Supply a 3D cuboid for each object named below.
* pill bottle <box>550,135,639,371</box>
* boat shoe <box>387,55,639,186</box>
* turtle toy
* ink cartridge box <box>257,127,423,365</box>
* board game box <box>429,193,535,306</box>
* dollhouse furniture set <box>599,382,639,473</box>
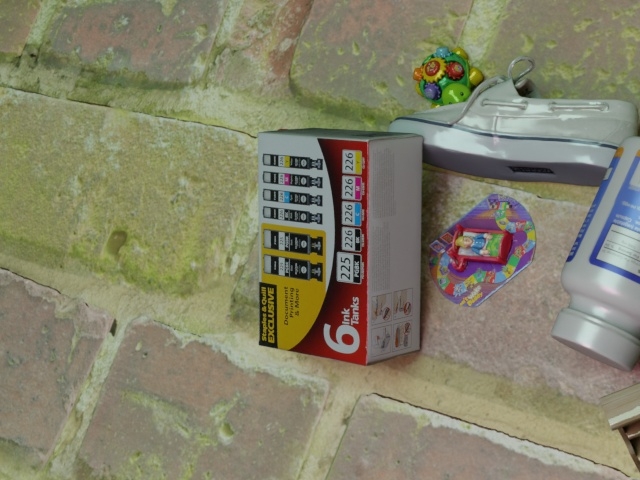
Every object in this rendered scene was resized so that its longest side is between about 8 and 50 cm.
[{"bbox_3d":[0.395,0.020,1.856,0.152,0.152,0.272,22,85,40],"label":"pill bottle"},{"bbox_3d":[0.267,-0.174,2.044,0.367,0.136,0.156,7,75,35],"label":"boat shoe"},{"bbox_3d":[0.186,-0.232,2.172,0.095,0.066,0.130,-43,52,14],"label":"turtle toy"},{"bbox_3d":[0.000,0.000,2.089,0.272,0.130,0.309,6,100,40],"label":"ink cartridge box"},{"bbox_3d":[0.219,0.009,2.065,0.168,0.033,0.133,-40,52,16],"label":"board game box"},{"bbox_3d":[0.422,0.293,1.682,0.212,0.161,0.242,-23,51,11],"label":"dollhouse furniture set"}]
